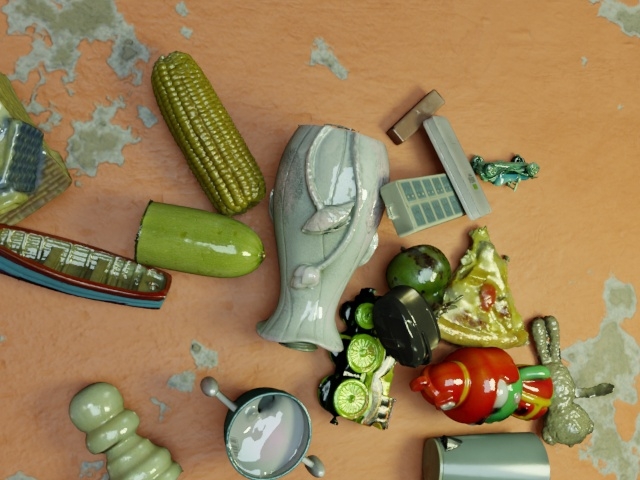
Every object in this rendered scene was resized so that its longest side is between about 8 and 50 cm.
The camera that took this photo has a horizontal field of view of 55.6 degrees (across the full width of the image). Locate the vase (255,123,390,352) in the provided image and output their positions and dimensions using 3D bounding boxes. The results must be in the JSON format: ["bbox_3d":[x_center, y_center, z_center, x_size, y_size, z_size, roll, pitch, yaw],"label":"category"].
[{"bbox_3d":[0.000,0.000,1.219,0.250,0.250,0.445,12,90,-14],"label":"vase"}]

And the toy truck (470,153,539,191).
[{"bbox_3d":[0.428,-0.156,1.433,0.154,0.080,0.078,-3,114,-15],"label":"toy truck"}]

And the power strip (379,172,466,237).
[{"bbox_3d":[0.233,-0.083,1.276,0.367,0.043,0.106,-16,83,-57],"label":"power strip"}]

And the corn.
[{"bbox_3d":[-0.231,-0.212,1.227,0.131,0.131,0.344,-31,92,-15],"label":"corn"}]

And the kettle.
[{"bbox_3d":[0.349,0.522,1.344,0.243,0.160,0.210,5,114,-8],"label":"kettle"}]

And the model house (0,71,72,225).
[{"bbox_3d":[-0.605,-0.149,1.034,0.261,0.321,0.266,-35,97,-8],"label":"model house"}]

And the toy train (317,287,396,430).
[{"bbox_3d":[0.100,0.254,1.302,0.160,0.100,0.296,19,80,-20],"label":"toy train"}]

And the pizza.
[{"bbox_3d":[0.361,0.107,1.392,0.280,0.075,0.288,2,86,-16],"label":"pizza"}]

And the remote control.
[{"bbox_3d":[0.311,-0.166,1.372,0.103,0.034,0.250,-19,82,-58],"label":"remote control"}]

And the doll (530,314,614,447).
[{"bbox_3d":[0.547,0.337,1.430,0.202,0.091,0.286,-36,86,-6],"label":"doll"}]

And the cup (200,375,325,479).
[{"bbox_3d":[-0.114,0.365,1.197,0.299,0.173,0.167,40,78,-9],"label":"cup"}]

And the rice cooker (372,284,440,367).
[{"bbox_3d":[0.175,0.172,1.225,0.106,0.112,0.165,-40,111,-31],"label":"rice cooker"}]

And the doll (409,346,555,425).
[{"bbox_3d":[0.342,0.313,1.315,0.363,0.182,0.160,8,48,-31],"label":"doll"}]

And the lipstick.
[{"bbox_3d":[0.218,-0.282,1.391,0.145,0.045,0.045,-44,97,-13],"label":"lipstick"}]

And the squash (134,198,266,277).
[{"bbox_3d":[-0.229,0.009,1.191,0.247,0.132,0.132,13,83,-4],"label":"squash"}]

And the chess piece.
[{"bbox_3d":[-0.385,0.383,1.159,0.133,0.133,0.243,-34,89,-14],"label":"chess piece"}]

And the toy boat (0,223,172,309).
[{"bbox_3d":[-0.483,0.049,1.154,0.392,0.136,0.079,17,114,-14],"label":"toy boat"}]

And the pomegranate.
[{"bbox_3d":[0.224,0.085,1.307,0.148,0.148,0.169,-41,55,-14],"label":"pomegranate"}]
